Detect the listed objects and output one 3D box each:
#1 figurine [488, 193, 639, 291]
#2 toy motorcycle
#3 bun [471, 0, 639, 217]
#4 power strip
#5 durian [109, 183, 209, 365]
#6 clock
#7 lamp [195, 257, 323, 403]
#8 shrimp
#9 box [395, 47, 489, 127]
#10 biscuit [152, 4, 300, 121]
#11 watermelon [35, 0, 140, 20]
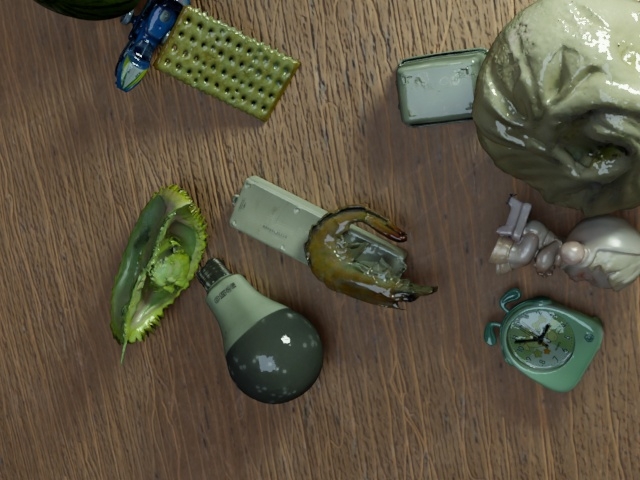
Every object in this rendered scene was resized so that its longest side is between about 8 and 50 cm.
[{"bbox_3d":[0.418,0.009,1.418,0.256,0.182,0.144,13,64,17],"label":"figurine"},{"bbox_3d":[-0.298,-0.385,1.556,0.092,0.135,0.254,28,99,-29],"label":"toy motorcycle"},{"bbox_3d":[0.401,-0.183,1.288,0.359,0.211,0.360,13,142,10],"label":"bun"},{"bbox_3d":[0.000,0.000,1.620,0.367,0.043,0.106,27,110,10],"label":"power strip"},{"bbox_3d":[-0.328,0.044,1.669,0.157,0.169,0.355,27,109,7],"label":"durian"},{"bbox_3d":[0.390,0.167,1.527,0.188,0.060,0.148,30,111,9],"label":"clock"},{"bbox_3d":[-0.139,0.178,1.642,0.314,0.182,0.182,34,111,13],"label":"lamp"},{"bbox_3d":[0.091,0.026,1.549,0.253,0.058,0.173,11,98,17],"label":"shrimp"},{"bbox_3d":[0.206,-0.253,1.461,0.172,0.093,0.124,-5,102,19],"label":"box"},{"bbox_3d":[-0.166,-0.314,1.549,0.231,0.016,0.139,25,114,-20],"label":"biscuit"},{"bbox_3d":[-0.433,-0.498,1.461,0.331,0.189,0.331,12,146,8],"label":"watermelon"}]
